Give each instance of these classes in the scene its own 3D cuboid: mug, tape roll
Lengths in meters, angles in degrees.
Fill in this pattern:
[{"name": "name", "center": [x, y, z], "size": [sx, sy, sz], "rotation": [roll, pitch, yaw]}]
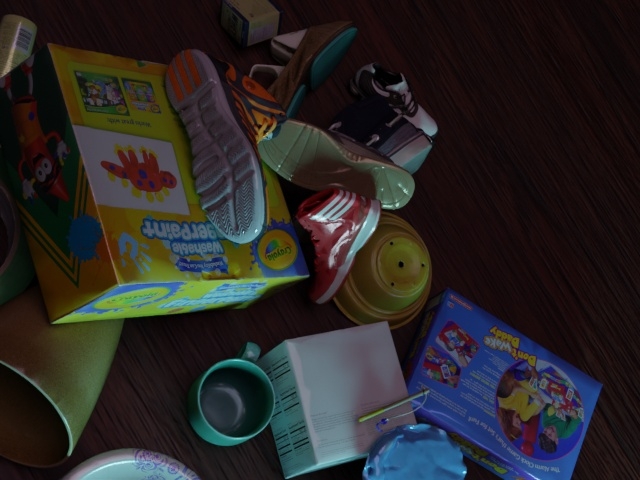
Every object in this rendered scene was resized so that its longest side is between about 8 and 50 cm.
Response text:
[{"name": "mug", "center": [-0.139, 0.256, 1.843], "size": [0.158, 0.097, 0.129], "rotation": [-33, 86, -30]}, {"name": "tape roll", "center": [-0.587, -0.012, 1.761], "size": [0.321, 0.077, 0.321], "rotation": [9, 67, -21]}]

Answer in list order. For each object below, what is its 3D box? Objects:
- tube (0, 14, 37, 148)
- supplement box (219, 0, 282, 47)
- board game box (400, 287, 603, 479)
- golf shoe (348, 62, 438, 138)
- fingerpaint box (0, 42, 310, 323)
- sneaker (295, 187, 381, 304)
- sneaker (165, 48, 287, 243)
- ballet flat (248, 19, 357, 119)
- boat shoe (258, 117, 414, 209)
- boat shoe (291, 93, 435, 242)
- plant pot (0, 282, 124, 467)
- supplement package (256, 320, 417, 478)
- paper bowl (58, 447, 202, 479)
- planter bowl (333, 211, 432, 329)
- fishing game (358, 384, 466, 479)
[{"name": "tube", "center": [-0.528, -0.255, 1.893], "size": [0.070, 0.062, 0.240], "rotation": [1, 69, 24]}, {"name": "supplement box", "center": [-0.128, -0.408, 2.104], "size": [0.083, 0.056, 0.083], "rotation": [-25, 56, -29]}, {"name": "board game box", "center": [0.311, 0.275, 2.044], "size": [0.347, 0.078, 0.233], "rotation": [32, 61, -10]}, {"name": "golf shoe", "center": [0.149, -0.260, 2.166], "size": [0.198, 0.094, 0.077], "rotation": [33, 60, -11]}, {"name": "fingerpaint box", "center": [-0.256, -0.078, 1.778], "size": [0.445, 0.163, 0.371], "rotation": [-2, 69, -56]}, {"name": "sneaker", "center": [0.000, 0.000, 1.920], "size": [0.128, 0.221, 0.087], "rotation": [23, 24, -15]}, {"name": "sneaker", "center": [-0.110, -0.146, 1.763], "size": [0.180, 0.125, 0.321], "rotation": [5, 64, -53]}, {"name": "ballet flat", "center": [-0.060, -0.301, 2.095], "size": [0.124, 0.116, 0.342], "rotation": [28, 65, 10]}, {"name": "boat shoe", "center": [0.019, -0.133, 1.931], "size": [0.285, 0.092, 0.103], "rotation": [18, 103, -12]}, {"name": "boat shoe", "center": [0.039, -0.135, 2.069], "size": [0.340, 0.127, 0.158], "rotation": [-34, 74, -32]}, {"name": "plant pot", "center": [-0.405, 0.166, 1.710], "size": [0.237, 0.237, 0.254], "rotation": [39, 45, -6]}, {"name": "supplement package", "center": [0.025, 0.261, 1.882], "size": [0.194, 0.149, 0.203], "rotation": [-8, 74, -27]}, {"name": "paper bowl", "center": [-0.288, 0.455, 1.675], "size": [0.284, 0.148, 0.284], "rotation": [8, 68, -21]}, {"name": "planter bowl", "center": [0.123, 0.047, 2.019], "size": [0.217, 0.090, 0.217], "rotation": [5, 79, -25]}, {"name": "fishing game", "center": [0.146, 0.380, 1.808], "size": [0.189, 0.041, 0.264], "rotation": [-24, 91, -26]}]
